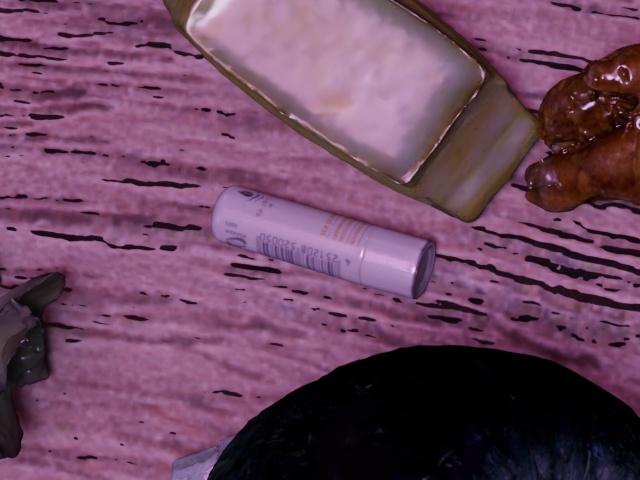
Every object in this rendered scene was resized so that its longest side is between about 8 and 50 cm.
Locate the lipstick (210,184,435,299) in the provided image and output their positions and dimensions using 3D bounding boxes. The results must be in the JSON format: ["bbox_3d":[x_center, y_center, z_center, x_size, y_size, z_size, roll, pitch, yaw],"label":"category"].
[{"bbox_3d":[0.000,0.000,1.202,0.141,0.040,0.040,16,90,18],"label":"lipstick"}]

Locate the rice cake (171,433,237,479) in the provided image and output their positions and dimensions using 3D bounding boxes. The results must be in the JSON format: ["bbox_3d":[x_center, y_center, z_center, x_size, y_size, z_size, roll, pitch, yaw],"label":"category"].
[{"bbox_3d":[-0.010,0.217,1.189,0.124,0.038,0.211,-19,80,14],"label":"rice cake"}]

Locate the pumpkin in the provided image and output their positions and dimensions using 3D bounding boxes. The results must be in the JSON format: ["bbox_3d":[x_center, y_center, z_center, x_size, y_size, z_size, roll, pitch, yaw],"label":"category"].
[{"bbox_3d":[0.068,0.202,1.040,0.238,0.315,0.315,-38,73,47],"label":"pumpkin"}]

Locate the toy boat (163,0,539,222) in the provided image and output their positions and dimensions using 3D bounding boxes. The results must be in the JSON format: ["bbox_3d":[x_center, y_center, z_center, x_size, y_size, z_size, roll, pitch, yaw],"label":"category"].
[{"bbox_3d":[0.005,-0.121,1.189,0.276,0.084,0.111,39,99,15],"label":"toy boat"}]

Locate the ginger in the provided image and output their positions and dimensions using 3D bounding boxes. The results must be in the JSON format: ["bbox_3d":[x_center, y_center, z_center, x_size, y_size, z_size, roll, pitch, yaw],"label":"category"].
[{"bbox_3d":[0.195,-0.071,1.131,0.162,0.073,0.103,-6,84,17],"label":"ginger"}]

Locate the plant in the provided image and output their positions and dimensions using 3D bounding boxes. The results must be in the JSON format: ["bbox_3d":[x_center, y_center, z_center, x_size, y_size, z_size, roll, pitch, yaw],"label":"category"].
[{"bbox_3d":[-0.264,0.061,1.230,0.203,0.131,0.142,5,84,16],"label":"plant"}]
